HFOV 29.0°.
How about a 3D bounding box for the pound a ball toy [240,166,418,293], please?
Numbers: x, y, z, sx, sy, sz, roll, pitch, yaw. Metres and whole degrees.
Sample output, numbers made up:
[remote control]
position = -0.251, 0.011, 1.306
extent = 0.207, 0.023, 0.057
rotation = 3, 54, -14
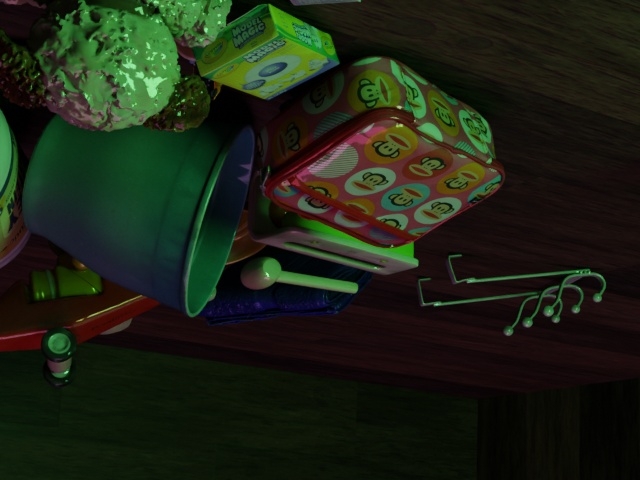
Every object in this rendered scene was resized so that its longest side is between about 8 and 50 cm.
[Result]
[pound a ball toy]
position = 0.000, 0.000, 1.916
extent = 0.319, 0.208, 0.136
rotation = 14, 161, -39

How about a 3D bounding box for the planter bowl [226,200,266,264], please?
[planter bowl]
position = -0.189, -0.038, 1.996
extent = 0.217, 0.090, 0.217
rotation = -8, 155, -4

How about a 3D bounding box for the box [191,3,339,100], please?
[box]
position = -0.063, -0.207, 1.360
extent = 0.105, 0.043, 0.179
rotation = -25, 164, 23

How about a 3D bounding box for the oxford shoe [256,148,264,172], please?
[oxford shoe]
position = 0.017, -0.111, 1.749
extent = 0.227, 0.082, 0.096
rotation = -5, 153, 12

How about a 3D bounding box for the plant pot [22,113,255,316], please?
[plant pot]
position = -0.251, -0.064, 1.676
extent = 0.255, 0.271, 0.271
rotation = 18, 166, 6

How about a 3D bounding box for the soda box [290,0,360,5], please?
[soda box]
position = -0.017, -0.275, 1.090
extent = 0.069, 0.073, 0.216
rotation = -1, 173, 12

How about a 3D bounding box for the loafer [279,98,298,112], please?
[loafer]
position = 0.022, -0.159, 1.625
extent = 0.170, 0.062, 0.061
rotation = 11, 141, -40

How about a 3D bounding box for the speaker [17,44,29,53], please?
[speaker]
position = -0.354, -0.209, 1.495
extent = 0.136, 0.055, 0.055
rotation = 3, 165, -3

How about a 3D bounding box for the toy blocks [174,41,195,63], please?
[toy blocks]
position = -0.171, -0.236, 1.357
extent = 0.123, 0.054, 0.148
rotation = 4, 165, -7

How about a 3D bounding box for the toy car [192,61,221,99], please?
[toy car]
position = -0.163, -0.211, 1.524
extent = 0.122, 0.060, 0.040
rotation = 12, -142, 36

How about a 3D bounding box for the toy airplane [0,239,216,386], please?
[toy airplane]
position = -0.374, 0.052, 2.186
extent = 0.386, 0.272, 0.384
rotation = -42, 161, 21

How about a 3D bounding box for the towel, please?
[towel]
position = -0.063, 0.089, 2.332
extent = 0.308, 0.076, 0.228
rotation = -5, -162, 31

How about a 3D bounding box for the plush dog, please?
[plush dog]
position = -0.189, -0.207, 1.133
extent = 0.263, 0.225, 0.211
rotation = 10, 164, -23

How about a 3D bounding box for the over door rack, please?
[over door rack]
position = 0.373, 0.118, 2.484
extent = 0.324, 0.108, 0.239
rotation = 6, 164, -11

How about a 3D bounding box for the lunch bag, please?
[lunch bag]
position = 0.064, -0.097, 1.583
extent = 0.258, 0.120, 0.293
rotation = -31, 146, 31

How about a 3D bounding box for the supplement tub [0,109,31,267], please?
[supplement tub]
position = -0.510, -0.078, 1.683
extent = 0.228, 0.228, 0.316
rotation = 4, 166, -2
